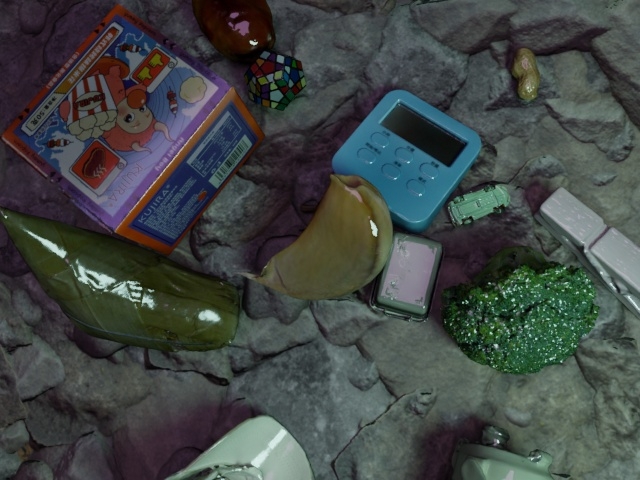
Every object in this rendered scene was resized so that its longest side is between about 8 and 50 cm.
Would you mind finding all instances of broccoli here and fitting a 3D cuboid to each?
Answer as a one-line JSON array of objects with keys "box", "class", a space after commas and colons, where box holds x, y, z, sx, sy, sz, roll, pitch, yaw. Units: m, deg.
[{"box": [0.345, 0.117, 1.005, 0.269, 0.261, 0.242, -22, 44, 42], "class": "broccoli"}]

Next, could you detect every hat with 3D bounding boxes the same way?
[{"box": [-0.167, 0.465, 1.057, 0.258, 0.168, 0.301, 49, 64, -7], "class": "hat"}]

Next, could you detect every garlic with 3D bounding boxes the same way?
[{"box": [0.004, 0.014, 1.091, 0.196, 0.151, 0.338, 37, 126, -16], "class": "garlic"}]

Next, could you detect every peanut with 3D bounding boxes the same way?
[{"box": [0.417, -0.339, 1.160, 0.053, 0.054, 0.113, -8, 78, 7], "class": "peanut"}]

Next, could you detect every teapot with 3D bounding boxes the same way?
[{"box": [0.005, -0.070, 1.160, 0.110, 0.085, 0.080, 20, 63, 37], "class": "teapot"}]

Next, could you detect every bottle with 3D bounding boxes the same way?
[{"box": [0.293, 0.492, 0.934, 0.228, 0.229, 0.352, 14, 74, 12], "class": "bottle"}]

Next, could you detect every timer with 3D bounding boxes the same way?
[{"box": [0.173, -0.170, 1.146, 0.231, 0.091, 0.250, 34, 82, 14], "class": "timer"}]

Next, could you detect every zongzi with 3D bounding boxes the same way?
[{"box": [-0.332, 0.074, 1.030, 0.355, 0.393, 0.174, 9, 61, 7], "class": "zongzi"}]

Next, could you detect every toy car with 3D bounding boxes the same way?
[{"box": [0.313, -0.071, 1.129, 0.121, 0.035, 0.059, -20, 76, -4], "class": "toy car"}]

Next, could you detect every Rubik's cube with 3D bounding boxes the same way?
[{"box": [-0.096, -0.340, 1.210, 0.111, 0.133, 0.133, -2, 77, 36], "class": "Rubik's cube"}]

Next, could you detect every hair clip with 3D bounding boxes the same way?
[{"box": [0.540, 0.037, 1.042, 0.085, 0.101, 0.331, -43, 73, 3], "class": "hair clip"}]

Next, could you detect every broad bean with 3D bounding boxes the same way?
[{"box": [-0.191, -0.493, 1.252, 0.156, 0.122, 0.229, -32, 79, 4], "class": "broad bean"}]

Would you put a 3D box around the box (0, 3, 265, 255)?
[{"box": [-0.358, -0.211, 1.153, 0.318, 0.257, 0.349, 39, 87, 13], "class": "box"}]

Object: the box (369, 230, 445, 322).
[{"box": [0.168, 0.064, 1.091, 0.123, 0.093, 0.172, 13, 81, 7], "class": "box"}]
